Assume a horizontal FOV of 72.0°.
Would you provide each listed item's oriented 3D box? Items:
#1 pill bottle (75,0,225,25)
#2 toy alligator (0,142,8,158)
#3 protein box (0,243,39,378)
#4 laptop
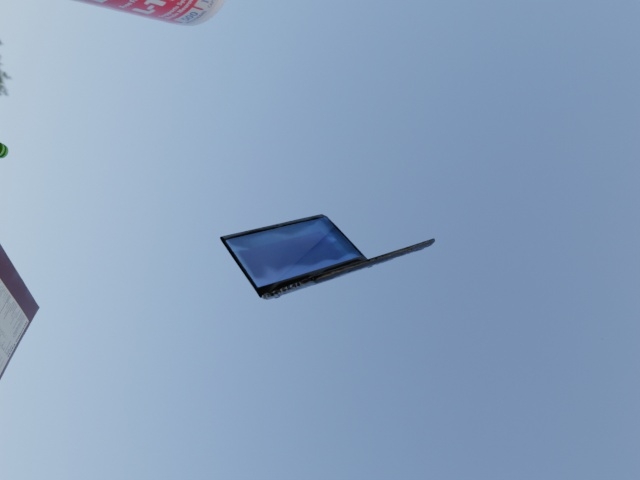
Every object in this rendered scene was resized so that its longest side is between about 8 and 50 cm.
[{"bbox_3d":[-0.330,-0.473,0.655,0.228,0.407,0.229,8,-71,25],"label":"pill bottle"},{"bbox_3d":[-0.604,-0.175,0.760,0.051,0.190,0.056,14,-96,4],"label":"toy alligator"},{"bbox_3d":[-0.427,0.059,0.420,0.201,0.199,0.136,112,-12,-52],"label":"protein box"},{"bbox_3d":[0.000,0.000,0.724,0.264,0.234,0.137,-27,-100,57],"label":"laptop"}]
